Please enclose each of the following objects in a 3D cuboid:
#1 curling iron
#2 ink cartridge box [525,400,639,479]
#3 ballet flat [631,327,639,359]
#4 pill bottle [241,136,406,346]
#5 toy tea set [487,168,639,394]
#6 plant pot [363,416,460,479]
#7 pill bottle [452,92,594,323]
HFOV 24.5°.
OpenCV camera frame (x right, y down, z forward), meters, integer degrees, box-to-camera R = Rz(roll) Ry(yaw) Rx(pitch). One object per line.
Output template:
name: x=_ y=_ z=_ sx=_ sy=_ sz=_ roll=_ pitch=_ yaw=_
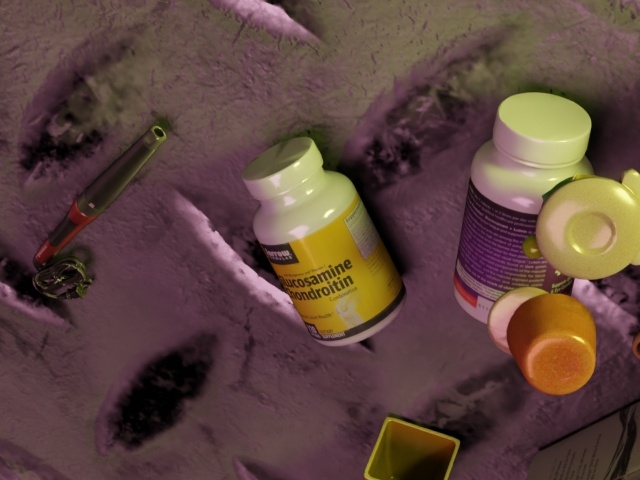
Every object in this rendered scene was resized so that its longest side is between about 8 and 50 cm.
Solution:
curling iron: x=-0.221 y=-0.028 z=1.491 sx=0.068 sy=0.035 sz=0.274 roll=33 pitch=129 yaw=-8
ink cartridge box: x=0.370 y=0.254 z=1.385 sx=0.307 sy=0.129 sz=0.223 roll=-35 pitch=105 yaw=35
ballet flat: x=0.347 y=0.104 z=1.248 sx=0.080 sy=0.073 sz=0.232 roll=48 pitch=170 yaw=-20
pill bottle: x=0.000 y=0.000 z=1.377 sx=0.103 sy=0.103 sz=0.184 roll=-15 pitch=116 yaw=30
toy tea set: x=0.281 y=-0.010 z=1.202 sx=0.336 sy=0.124 sz=0.200 roll=-24 pitch=110 yaw=11
plant pot: x=0.091 y=0.248 z=1.529 sx=0.082 sy=0.081 sz=0.083 roll=17 pitch=139 yaw=11
pill bottle: x=0.179 y=-0.026 z=1.283 sx=0.108 sy=0.108 sz=0.193 roll=14 pitch=127 yaw=12
